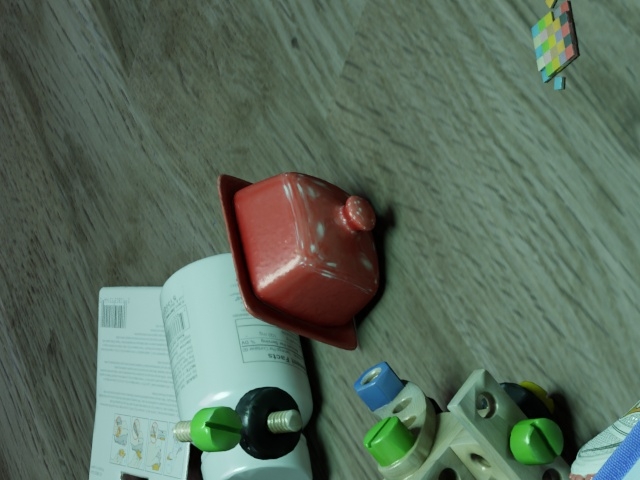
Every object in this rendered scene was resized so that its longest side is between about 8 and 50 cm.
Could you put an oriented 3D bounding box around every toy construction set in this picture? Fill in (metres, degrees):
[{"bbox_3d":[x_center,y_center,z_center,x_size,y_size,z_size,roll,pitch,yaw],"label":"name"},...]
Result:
[{"bbox_3d":[0.086,0.235,1.503,0.237,0.257,0.308,-13,95,50],"label":"toy construction set"}]

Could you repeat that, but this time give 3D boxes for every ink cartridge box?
[{"bbox_3d":[-0.175,0.181,2.160,0.296,0.066,0.261,-2,84,64],"label":"ink cartridge box"}]

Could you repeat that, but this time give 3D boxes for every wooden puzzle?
[{"bbox_3d":[0.187,-0.159,1.555,0.049,0.006,0.083,-41,51,55],"label":"wooden puzzle"}]

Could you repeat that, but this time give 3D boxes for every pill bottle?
[{"bbox_3d":[-0.077,0.139,1.897,0.131,0.131,0.229,-53,41,47],"label":"pill bottle"}]

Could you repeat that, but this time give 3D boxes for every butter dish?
[{"bbox_3d":[0.000,0.000,1.781,0.118,0.160,0.160,-35,53,30],"label":"butter dish"}]

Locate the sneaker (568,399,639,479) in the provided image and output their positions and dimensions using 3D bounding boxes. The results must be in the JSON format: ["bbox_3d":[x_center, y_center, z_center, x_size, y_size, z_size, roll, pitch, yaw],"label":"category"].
[{"bbox_3d":[0.250,0.130,1.322,0.225,0.088,0.092,-35,35,57],"label":"sneaker"}]

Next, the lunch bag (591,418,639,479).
[{"bbox_3d":[0.324,0.175,0.982,0.385,0.239,0.327,113,150,-47],"label":"lunch bag"}]
